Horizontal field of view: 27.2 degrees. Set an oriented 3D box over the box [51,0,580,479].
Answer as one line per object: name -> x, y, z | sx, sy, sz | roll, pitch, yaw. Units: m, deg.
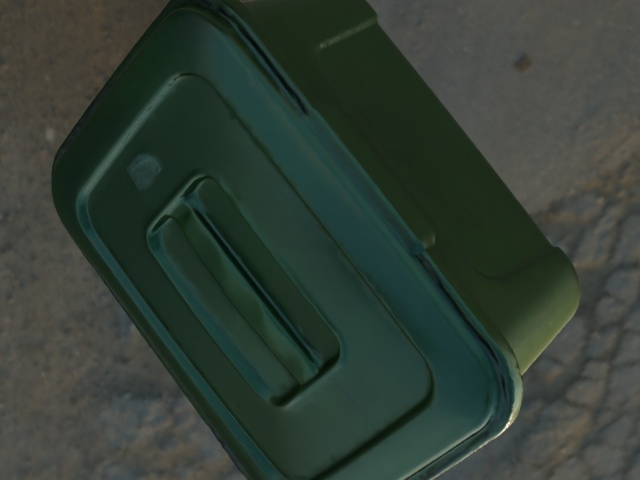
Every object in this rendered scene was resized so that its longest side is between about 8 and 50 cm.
box -> 0.000, 0.000, 0.888 | 0.178, 0.329, 0.253 | -33, 174, -45
